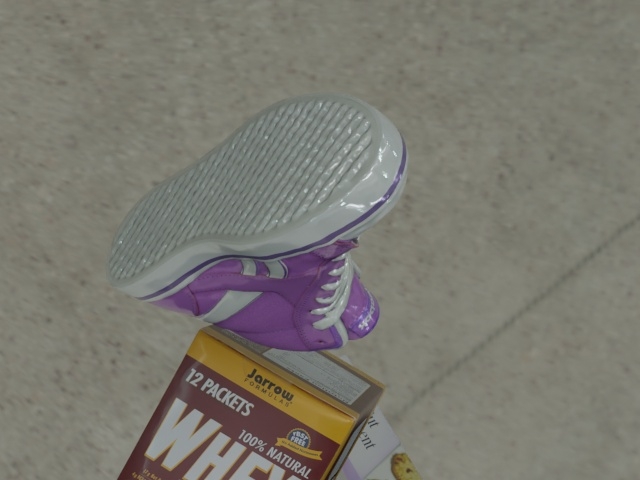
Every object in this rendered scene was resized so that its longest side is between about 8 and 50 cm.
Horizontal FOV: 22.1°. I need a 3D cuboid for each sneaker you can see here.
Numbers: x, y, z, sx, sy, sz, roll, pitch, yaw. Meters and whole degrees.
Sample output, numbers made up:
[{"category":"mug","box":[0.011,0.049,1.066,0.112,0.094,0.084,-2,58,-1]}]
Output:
[{"category":"sneaker","box":[0.000,-0.001,1.031,0.161,0.282,0.102,29,65,-26]}]

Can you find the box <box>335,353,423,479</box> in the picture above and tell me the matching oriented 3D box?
[{"category":"box","box":[0.066,0.244,1.457,0.067,0.324,0.063,-20,142,-15]}]

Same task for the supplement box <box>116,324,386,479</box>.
[{"category":"supplement box","box":[-0.061,0.171,1.239,0.129,0.194,0.191,30,95,7]}]
